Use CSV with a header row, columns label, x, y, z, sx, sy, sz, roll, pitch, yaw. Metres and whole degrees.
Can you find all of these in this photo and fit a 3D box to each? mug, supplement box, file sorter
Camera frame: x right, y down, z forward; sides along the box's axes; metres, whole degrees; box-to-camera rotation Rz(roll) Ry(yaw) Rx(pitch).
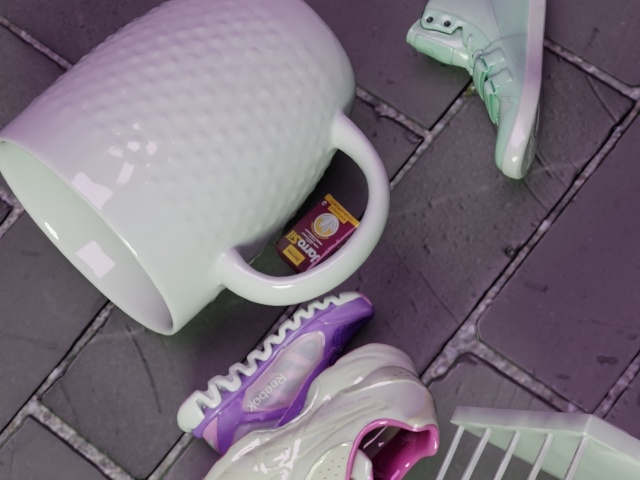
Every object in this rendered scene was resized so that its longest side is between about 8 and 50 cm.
label,x,y,z,sx,sy,sz,roll,pitch,yaw
mug,-0.097,-0.083,1.811,0.374,0.276,0.328,38,71,24
supplement box,0.000,0.000,1.882,0.083,0.043,0.055,-44,67,-8
file sorter,0.222,0.268,1.569,0.193,0.277,0.173,29,78,-15

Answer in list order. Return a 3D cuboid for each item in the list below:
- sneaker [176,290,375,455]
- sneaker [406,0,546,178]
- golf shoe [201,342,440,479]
label,x,y,z,sx,sy,sz,roll,pitch,yaw
sneaker,-0.029,0.149,1.803,0.236,0.095,0.104,-39,72,-2
sneaker,0.166,-0.177,1.896,0.151,0.094,0.256,3,58,6
golf shoe,-0.011,0.236,1.712,0.306,0.115,0.140,-44,39,4
